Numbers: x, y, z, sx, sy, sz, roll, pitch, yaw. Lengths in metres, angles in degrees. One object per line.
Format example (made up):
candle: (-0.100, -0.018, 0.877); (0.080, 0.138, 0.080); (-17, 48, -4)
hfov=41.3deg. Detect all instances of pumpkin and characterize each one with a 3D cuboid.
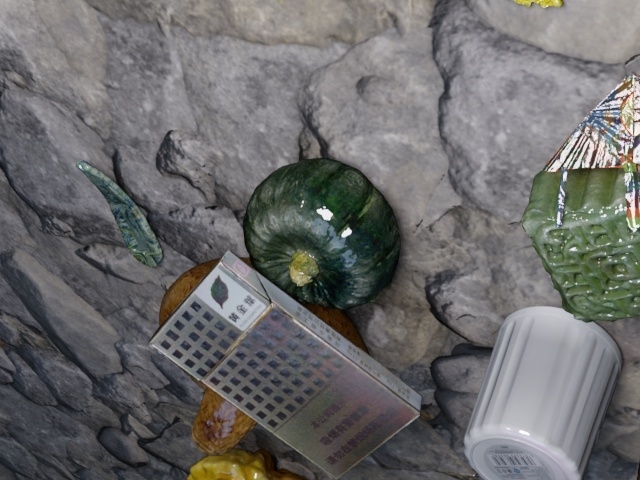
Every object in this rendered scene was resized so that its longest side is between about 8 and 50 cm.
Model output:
pumpkin: (-0.001, -0.002, 1.082); (0.211, 0.152, 0.212); (26, 136, 28)

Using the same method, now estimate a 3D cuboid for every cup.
cup: (0.295, 0.231, 1.103); (0.166, 0.202, 0.221); (-10, 125, 40)

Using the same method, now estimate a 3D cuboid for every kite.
kite: (0.309, -0.087, 0.842); (0.182, 0.010, 0.160); (0, 92, 31)

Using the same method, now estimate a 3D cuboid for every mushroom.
mushroom: (-0.082, 0.162, 1.273); (0.344, 0.239, 0.345); (0, 136, 0)

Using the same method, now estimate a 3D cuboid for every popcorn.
popcorn: (-0.162, 0.531, 1.683); (0.332, 0.225, 0.265); (-2, 136, 48)

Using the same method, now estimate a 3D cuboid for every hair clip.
hair clip: (-0.307, -0.044, 1.314); (0.066, 0.036, 0.229); (7, 141, 32)

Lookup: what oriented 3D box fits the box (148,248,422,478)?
box: (-0.046, 0.170, 1.114); (0.324, 0.047, 0.180); (38, 121, -11)

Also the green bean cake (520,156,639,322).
green bean cake: (0.328, 0.002, 0.933); (0.173, 0.094, 0.181); (-8, 128, 35)

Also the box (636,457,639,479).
box: (0.492, 0.410, 1.088); (0.192, 0.301, 0.084); (13, 135, 19)

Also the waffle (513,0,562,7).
waffle: (0.202, -0.257, 0.806); (0.085, 0.016, 0.078); (7, 134, 27)
